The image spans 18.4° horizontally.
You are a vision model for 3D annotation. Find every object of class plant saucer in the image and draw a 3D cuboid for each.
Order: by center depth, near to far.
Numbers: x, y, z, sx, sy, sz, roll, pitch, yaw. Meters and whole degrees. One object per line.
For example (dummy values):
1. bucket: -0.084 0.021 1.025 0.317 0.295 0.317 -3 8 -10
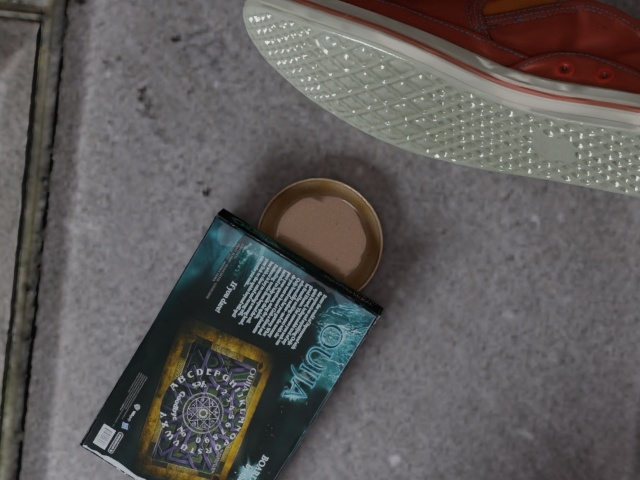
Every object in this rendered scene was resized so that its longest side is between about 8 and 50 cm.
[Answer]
1. plant saucer: 0.000 0.000 1.296 0.083 0.015 0.083 1 96 7

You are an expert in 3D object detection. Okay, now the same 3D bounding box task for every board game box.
1. board game box: -0.059 0.090 1.296 0.126 0.026 0.186 32 104 1

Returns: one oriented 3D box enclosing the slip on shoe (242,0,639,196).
1. slip on shoe: 0.113 -0.111 1.237 0.331 0.123 0.101 14 65 10
